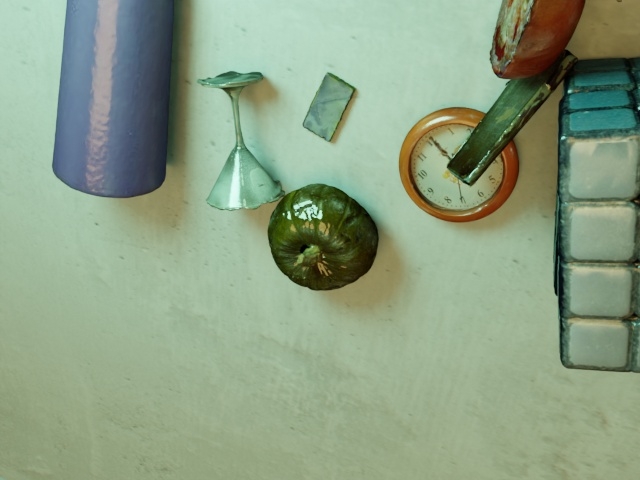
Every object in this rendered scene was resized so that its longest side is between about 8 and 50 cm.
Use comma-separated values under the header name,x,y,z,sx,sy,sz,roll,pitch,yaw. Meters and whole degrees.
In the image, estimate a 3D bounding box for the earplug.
name,x,y,z,sx,sy,sz,roll,pitch,yaw
earplug,-0.364,-0.318,1.082,0.215,0.215,0.456,22,120,9

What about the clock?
name,x,y,z,sx,sy,sz,roll,pitch,yaw
clock,0.235,-0.128,1.032,0.205,0.051,0.206,9,118,18

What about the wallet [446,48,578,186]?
name,x,y,z,sx,sy,sz,roll,pitch,yaw
wallet,0.281,-0.185,0.901,0.031,0.122,0.232,33,103,-13

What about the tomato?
name,x,y,z,sx,sy,sz,roll,pitch,yaw
tomato,0.302,-0.326,0.808,0.084,0.225,0.225,14,122,4

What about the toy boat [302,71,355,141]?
name,x,y,z,sx,sy,sz,roll,pitch,yaw
toy boat,0.014,-0.239,1.081,0.063,0.016,0.115,31,124,3

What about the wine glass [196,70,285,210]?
name,x,y,z,sx,sy,sz,roll,pitch,yaw
wine glass,-0.151,-0.186,1.105,0.156,0.156,0.233,4,114,20

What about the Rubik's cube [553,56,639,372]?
name,x,y,z,sx,sy,sz,roll,pitch,yaw
Rubik's cube,0.496,-0.049,0.801,0.344,0.337,0.344,0,118,20

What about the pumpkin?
name,x,y,z,sx,sy,sz,roll,pitch,yaw
pumpkin,0.000,0.000,1.127,0.218,0.162,0.219,11,127,15
